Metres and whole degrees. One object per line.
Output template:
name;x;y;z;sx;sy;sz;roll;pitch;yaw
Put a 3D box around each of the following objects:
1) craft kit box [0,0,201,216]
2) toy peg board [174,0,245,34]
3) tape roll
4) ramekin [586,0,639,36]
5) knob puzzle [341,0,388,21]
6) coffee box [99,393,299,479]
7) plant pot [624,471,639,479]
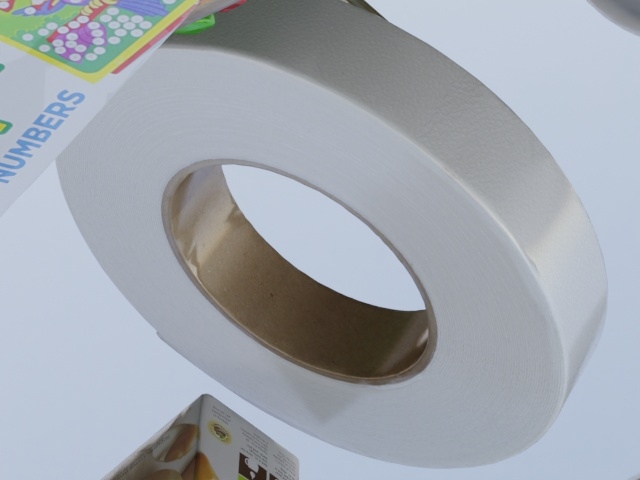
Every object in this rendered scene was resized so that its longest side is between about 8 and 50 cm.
craft kit box;-0.101;-0.119;0.501;0.061;0.250;0.247;16;-124;-28
toy peg board;-0.062;-0.177;0.919;0.079;0.161;0.160;-4;171;-44
tape roll;0.000;0.000;1.283;0.392;0.392;0.072;15;-128;27
ramekin;0.318;-0.271;1.443;0.277;0.277;0.135;21;-172;33
knob puzzle;0.024;-0.099;1.355;0.030;0.213;0.213;-28;-144;-11
coffee box;-0.095;0.240;1.316;0.098;0.141;0.246;39;-156;-22
plant pot;0.364;0.288;1.617;0.305;0.334;0.334;-24;-153;13
